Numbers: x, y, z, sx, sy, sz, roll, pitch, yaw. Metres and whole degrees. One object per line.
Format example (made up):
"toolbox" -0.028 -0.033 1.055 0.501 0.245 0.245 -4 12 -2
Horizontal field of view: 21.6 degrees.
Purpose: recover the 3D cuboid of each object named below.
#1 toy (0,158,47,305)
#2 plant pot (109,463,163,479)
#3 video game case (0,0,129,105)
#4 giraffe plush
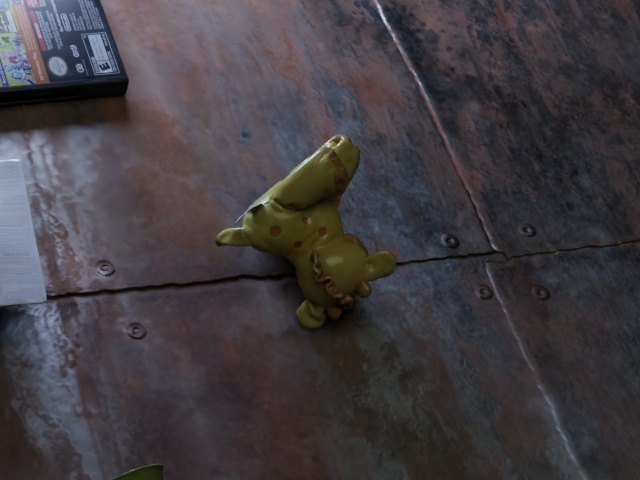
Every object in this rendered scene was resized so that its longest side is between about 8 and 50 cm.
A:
"toy" -0.399 0.003 1.929 0.136 0.056 0.237 -4 48 -16
"plant pot" -0.189 0.288 1.756 0.083 0.083 0.079 -15 71 -28
"video game case" -0.405 -0.288 2.179 0.248 0.035 0.275 -7 56 -23
"giraffe plush" 0.000 0.000 2.006 0.170 0.181 0.210 50 41 -3
